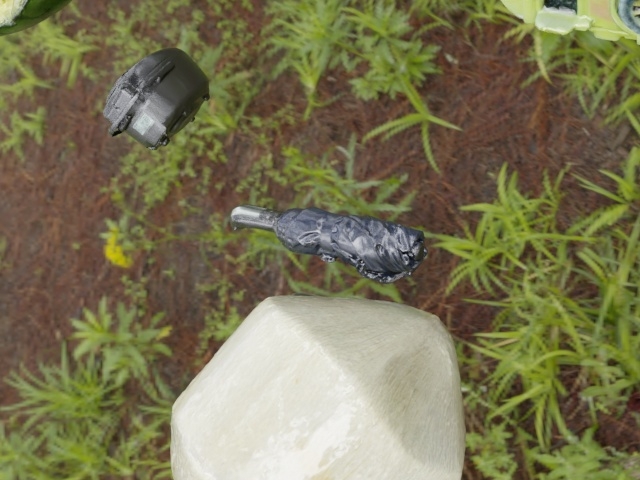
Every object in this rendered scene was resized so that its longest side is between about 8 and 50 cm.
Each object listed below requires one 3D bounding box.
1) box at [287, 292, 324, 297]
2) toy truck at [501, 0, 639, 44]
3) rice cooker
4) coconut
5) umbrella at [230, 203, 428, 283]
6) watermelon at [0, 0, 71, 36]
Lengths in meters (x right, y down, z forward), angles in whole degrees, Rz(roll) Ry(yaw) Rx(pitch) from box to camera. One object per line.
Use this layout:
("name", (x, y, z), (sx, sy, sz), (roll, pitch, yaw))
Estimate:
("box", (-0.009, 0.170, 1.158), (0.148, 0.129, 0.210), (20, 95, 4))
("toy truck", (0.104, -0.170, 0.388), (0.116, 0.191, 0.085), (10, 60, 20))
("rice cooker", (-0.260, -0.227, 1.540), (0.118, 0.203, 0.142), (41, 129, -3))
("coconut", (0.010, 0.162, 0.843), (0.266, 0.237, 0.237), (-47, 58, -7))
("umbrella", (-0.003, -0.005, 1.049), (0.248, 0.071, 0.070), (12, 92, 27))
("watermelon", (-0.402, -0.424, 1.307), (0.331, 0.189, 0.330), (4, 97, 41))
